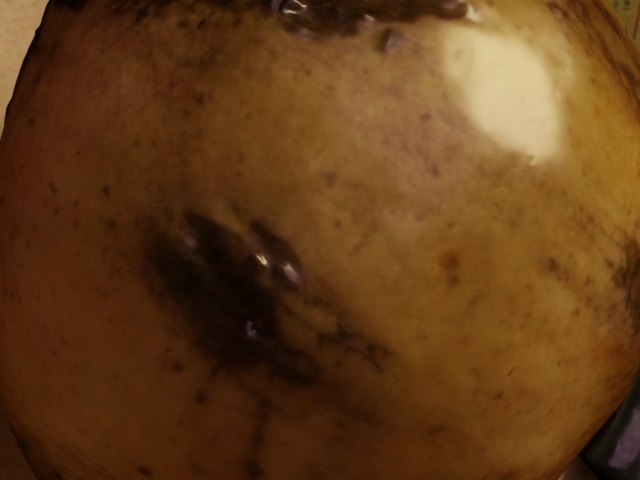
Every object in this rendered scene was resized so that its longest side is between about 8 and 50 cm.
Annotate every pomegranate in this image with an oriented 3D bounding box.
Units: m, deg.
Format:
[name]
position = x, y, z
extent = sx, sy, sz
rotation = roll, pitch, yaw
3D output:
[pomegranate]
position = 0.000, 0.000, 0.669
extent = 0.322, 0.322, 0.322
rotation = 9, 62, -19

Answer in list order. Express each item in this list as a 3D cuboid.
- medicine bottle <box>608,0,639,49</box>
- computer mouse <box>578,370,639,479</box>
[medicine bottle]
position = 0.116, -0.130, 0.887
extent = 0.322, 0.151, 0.151
rotation = 7, 63, -20
[computer mouse]
position = 0.228, 0.061, 0.885
extent = 0.147, 0.088, 0.264
rotation = 21, 62, -9
